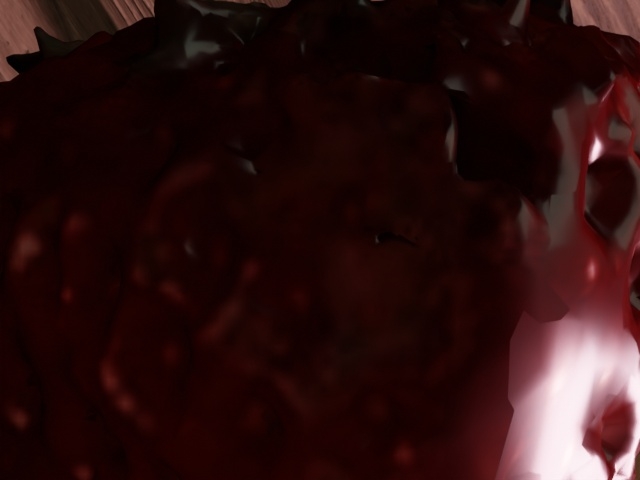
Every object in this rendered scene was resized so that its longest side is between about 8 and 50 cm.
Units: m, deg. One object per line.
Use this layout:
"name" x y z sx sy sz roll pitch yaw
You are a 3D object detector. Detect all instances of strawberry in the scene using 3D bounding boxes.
"strawberry" -0.003 0.079 0.583 0.295 0.317 0.345 46 39 -85

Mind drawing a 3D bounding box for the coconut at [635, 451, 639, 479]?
"coconut" 0.192 0.237 1.209 0.310 0.297 0.298 85 -12 -56
